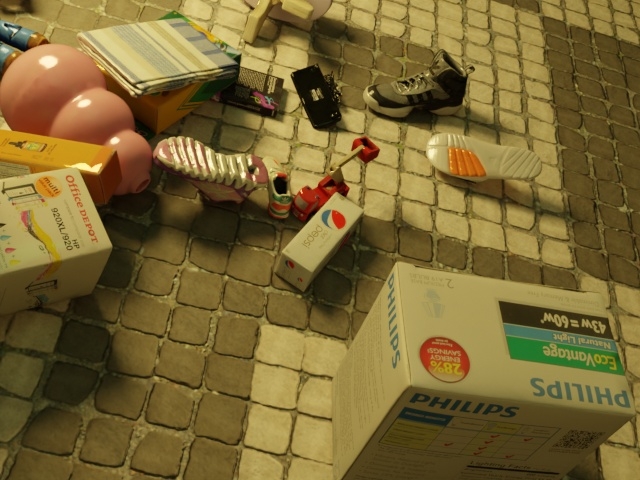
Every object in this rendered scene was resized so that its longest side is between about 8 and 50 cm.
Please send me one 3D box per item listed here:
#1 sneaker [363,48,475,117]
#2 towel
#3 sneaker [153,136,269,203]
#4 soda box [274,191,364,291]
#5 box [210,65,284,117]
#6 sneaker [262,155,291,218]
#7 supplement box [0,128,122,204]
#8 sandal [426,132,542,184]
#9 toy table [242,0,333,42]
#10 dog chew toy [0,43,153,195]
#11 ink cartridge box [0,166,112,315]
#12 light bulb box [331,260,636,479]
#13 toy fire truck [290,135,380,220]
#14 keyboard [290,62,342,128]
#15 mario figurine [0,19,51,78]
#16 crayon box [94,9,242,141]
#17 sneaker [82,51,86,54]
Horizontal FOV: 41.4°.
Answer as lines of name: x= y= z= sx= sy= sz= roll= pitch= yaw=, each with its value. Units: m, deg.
sneaker: x=0.239 y=-0.381 z=2.022 sx=0.268 sy=0.153 sz=0.101 roll=-3 pitch=52 yaw=-22
towel: x=-0.327 y=-0.377 z=1.726 sx=0.209 sy=0.034 sz=0.285 roll=42 pitch=40 yaw=21
sneaker: x=-0.222 y=-0.125 z=1.656 sx=0.236 sy=0.104 sz=0.095 roll=13 pitch=48 yaw=-32
soda box: x=0.000 y=0.000 z=1.671 sx=0.073 sy=0.069 sz=0.216 roll=34 pitch=49 yaw=9
box: x=-0.168 y=-0.345 z=1.928 sx=0.162 sy=0.029 sz=0.116 roll=14 pitch=49 yaw=-7
sneaker: x=-0.086 y=-0.125 z=1.740 sx=0.057 sy=0.075 sz=0.161 roll=3 pitch=51 yaw=-18
supplement box: x=-0.478 y=-0.132 z=1.504 sx=0.233 sy=0.080 sz=0.078 roll=12 pitch=47 yaw=9
sandal: x=0.370 y=-0.172 z=1.946 sx=0.265 sy=0.076 sz=0.102 roll=11 pitch=71 yaw=4
toy table: x=-0.115 y=-0.614 z=2.047 sx=0.274 sy=0.252 sz=0.161 roll=14 pitch=31 yaw=8
dog chew toy: x=-0.450 y=-0.217 z=1.612 sx=0.332 sy=0.207 sz=0.206 roll=44 pitch=50 yaw=7
ink cartridge box: x=-0.493 y=0.006 z=1.389 sx=0.232 sy=0.168 sz=0.171 roll=-15 pitch=70 yaw=-35
light bulb box: x=0.233 y=0.245 z=1.351 sx=0.357 sy=0.361 sz=0.225 roll=9 pitch=49 yaw=-13
toy fire truck: x=0.029 y=-0.127 z=1.743 sx=0.192 sy=0.135 sz=0.047 roll=-31 pitch=67 yaw=-37
keyboard: x=0.002 y=-0.335 z=1.988 sx=0.100 sy=0.038 sz=0.192 roll=-18 pitch=58 yaw=-4
mario figurine: x=-0.715 y=-0.431 z=1.751 sx=0.320 sy=0.170 sz=0.198 roll=33 pitch=25 yaw=8
crayon box: x=-0.348 y=-0.354 z=1.812 sx=0.203 sy=0.083 sz=0.323 roll=34 pitch=52 yaw=15
sneaker: x=-0.537 y=-0.360 z=1.798 sx=0.135 sy=0.052 sz=0.058 roll=-15 pitch=67 yaw=-21
